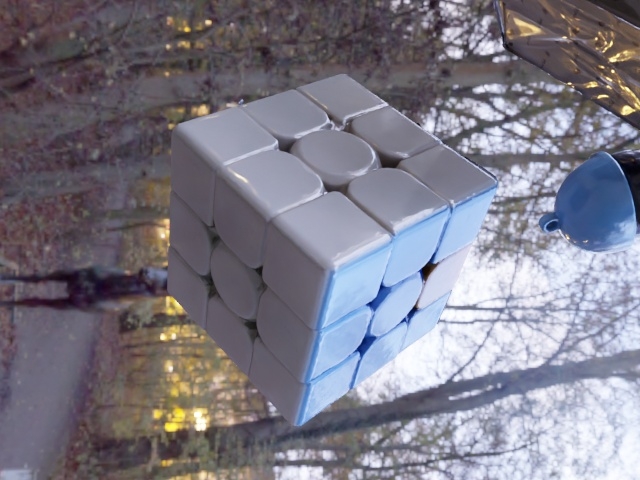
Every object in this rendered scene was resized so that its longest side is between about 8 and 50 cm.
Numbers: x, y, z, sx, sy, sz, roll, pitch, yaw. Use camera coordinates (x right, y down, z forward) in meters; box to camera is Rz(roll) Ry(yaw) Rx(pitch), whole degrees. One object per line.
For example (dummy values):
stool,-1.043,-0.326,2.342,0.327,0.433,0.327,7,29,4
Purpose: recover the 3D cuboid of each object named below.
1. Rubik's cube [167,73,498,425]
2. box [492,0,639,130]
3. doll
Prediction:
Rubik's cube,0.000,0.000,0.891,0.291,0.291,0.290,40,-41,28
box,0.377,-0.294,0.827,0.297,0.190,0.225,44,1,27
doll,0.488,-0.076,1.052,0.141,0.314,0.177,-108,177,-45
